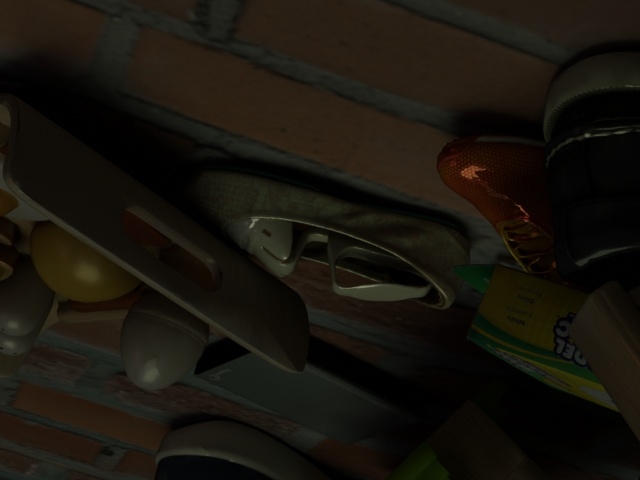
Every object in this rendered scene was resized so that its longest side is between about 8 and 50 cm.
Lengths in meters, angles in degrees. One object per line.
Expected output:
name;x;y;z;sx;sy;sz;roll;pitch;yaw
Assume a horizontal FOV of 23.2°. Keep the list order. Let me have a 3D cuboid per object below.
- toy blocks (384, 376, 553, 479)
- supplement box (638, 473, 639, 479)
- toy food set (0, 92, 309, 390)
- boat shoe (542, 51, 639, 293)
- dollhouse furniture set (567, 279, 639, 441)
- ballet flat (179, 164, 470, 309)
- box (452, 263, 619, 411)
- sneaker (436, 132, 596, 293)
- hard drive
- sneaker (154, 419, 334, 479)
toy blocks;0.136;0.253;1.015;0.261;0.191;0.381;45;166;9
supplement box;0.314;0.166;0.947;0.220;0.114;0.111;-3;128;30
toy food set;-0.181;0.025;0.920;0.306;0.092;0.220;-8;146;45
boat shoe;0.256;0.024;0.730;0.340;0.113;0.127;22;152;-17
dollhouse furniture set;0.215;-0.013;0.434;0.174;0.303;0.355;-27;161;-15
ballet flat;0.000;0.000;0.861;0.168;0.052;0.057;12;154;2
box;0.148;0.059;0.710;0.179;0.043;0.105;21;174;39
sneaker;0.129;0.001;0.794;0.175;0.067;0.064;31;149;-27
hard drive;-0.008;0.101;1.084;0.135;0.022;0.094;28;149;-26
sneaker;0.007;0.276;1.267;0.350;0.148;0.131;26;150;-23
